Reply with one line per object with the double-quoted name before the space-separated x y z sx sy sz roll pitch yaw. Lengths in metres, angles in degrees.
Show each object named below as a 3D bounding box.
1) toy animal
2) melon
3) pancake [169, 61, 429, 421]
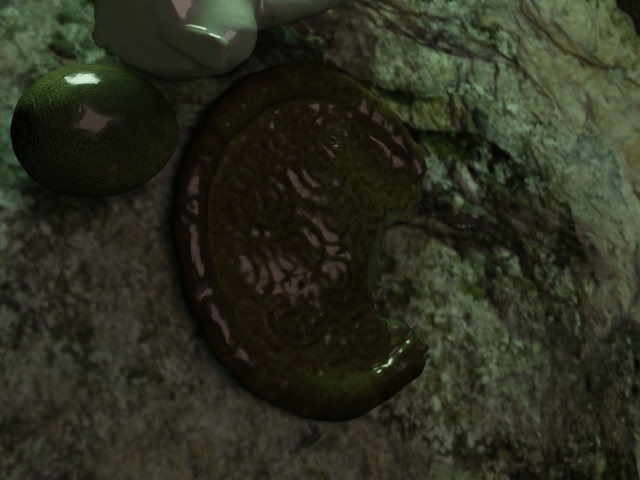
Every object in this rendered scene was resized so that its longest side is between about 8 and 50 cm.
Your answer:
"toy animal" -0.050 -0.222 1.266 0.282 0.138 0.141 -33 93 -38
"melon" -0.164 -0.080 1.173 0.130 0.098 0.098 -9 83 -43
"pancake" 0.000 0.000 1.306 0.286 0.033 0.288 50 55 -13
